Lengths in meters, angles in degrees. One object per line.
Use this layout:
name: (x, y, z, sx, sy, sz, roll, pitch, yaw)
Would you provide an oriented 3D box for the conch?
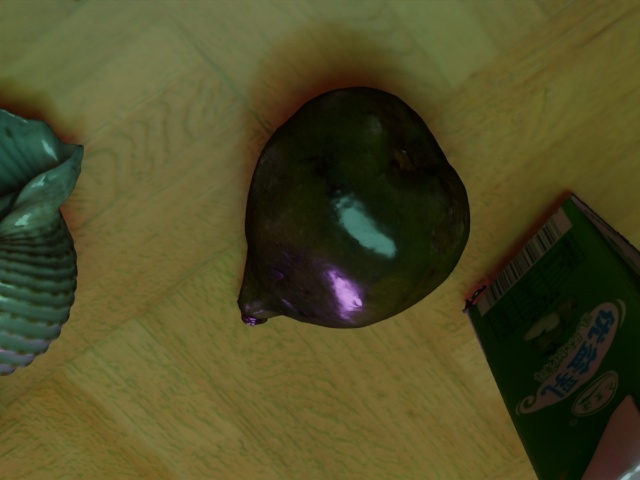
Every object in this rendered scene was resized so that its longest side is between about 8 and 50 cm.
conch: (-0.206, 0.006, 0.890, 0.135, 0.153, 0.102, 26, 152, -29)

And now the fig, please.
fig: (0.009, -0.015, 0.917, 0.133, 0.185, 0.126, 35, 69, -14)

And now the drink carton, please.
drink carton: (0.191, 0.102, 0.883, 0.161, 0.271, 0.108, 38, 106, -20)
